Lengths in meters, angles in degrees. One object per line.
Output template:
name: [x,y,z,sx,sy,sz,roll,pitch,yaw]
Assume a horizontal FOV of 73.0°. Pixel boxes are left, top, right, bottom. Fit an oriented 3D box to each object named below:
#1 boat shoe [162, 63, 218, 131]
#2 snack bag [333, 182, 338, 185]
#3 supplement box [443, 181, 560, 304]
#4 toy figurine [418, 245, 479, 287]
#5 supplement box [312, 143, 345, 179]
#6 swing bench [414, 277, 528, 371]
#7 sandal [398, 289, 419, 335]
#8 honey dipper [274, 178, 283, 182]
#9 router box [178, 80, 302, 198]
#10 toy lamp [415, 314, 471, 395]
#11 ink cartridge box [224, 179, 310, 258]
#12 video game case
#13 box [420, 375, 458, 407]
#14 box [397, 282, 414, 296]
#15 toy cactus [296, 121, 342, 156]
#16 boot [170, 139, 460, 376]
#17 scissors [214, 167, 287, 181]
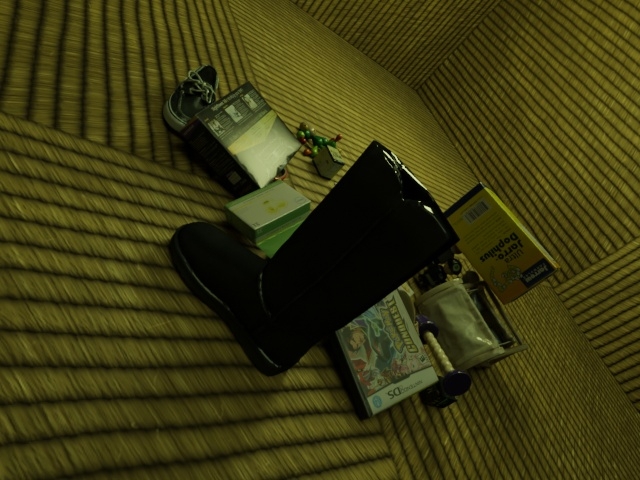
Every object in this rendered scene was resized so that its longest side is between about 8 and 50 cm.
boat shoe: [-0.340,-0.399,1.193,0.113,0.105,0.306,34,33,-19]
snack bag: [0.216,-0.055,1.538,0.342,0.037,0.323,8,48,-50]
supplement box: [0.590,0.011,1.444,0.194,0.195,0.357,6,46,-58]
toy figurine: [0.438,0.075,1.512,0.213,0.148,0.210,27,43,-38]
supplement box: [0.028,-0.273,1.513,0.056,0.083,0.083,10,46,-45]
swing bench: [0.468,0.263,1.352,0.254,0.165,0.253,9,47,-45]
sandal: [0.229,0.259,1.179,0.079,0.088,0.240,59,20,-50]
honey dipper: [-0.077,-0.109,1.252,0.161,0.030,0.030,51,31,4]
router box: [-0.199,-0.274,1.176,0.243,0.081,0.309,49,36,-16]
toy lamp: [0.308,0.290,1.155,0.080,0.080,0.275,35,12,-19]
ink cartridge box: [-0.085,-0.040,0.996,0.171,0.056,0.235,-30,50,-32]
video game case: [0.137,0.240,1.018,0.248,0.035,0.275,-8,68,-39]
box: [0.299,0.387,1.112,0.083,0.052,0.062,24,36,-31]
box: [0.148,0.058,1.297,0.324,0.063,0.067,52,30,9]
toy cactus: [-0.020,-0.381,1.580,0.218,0.112,0.181,-3,45,-41]
boot: [-0.039,-0.008,0.775,0.367,0.445,0.146,49,31,4]
scissors: [-0.182,-0.186,1.219,0.109,0.021,0.297,47,29,-3]
